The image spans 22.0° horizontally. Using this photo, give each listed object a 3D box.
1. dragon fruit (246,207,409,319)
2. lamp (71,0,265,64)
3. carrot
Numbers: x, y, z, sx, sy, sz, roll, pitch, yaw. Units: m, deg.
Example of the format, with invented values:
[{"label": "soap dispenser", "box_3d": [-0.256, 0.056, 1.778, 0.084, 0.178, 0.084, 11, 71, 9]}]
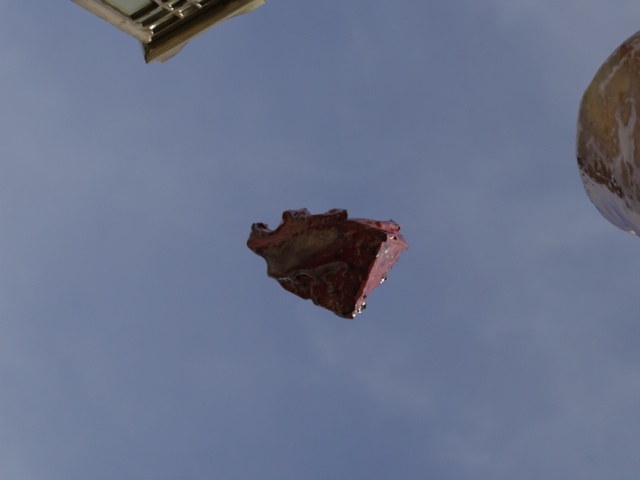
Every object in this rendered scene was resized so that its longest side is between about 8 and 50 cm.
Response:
[{"label": "dragon fruit", "box_3d": [0.000, -0.001, 1.440, 0.131, 0.063, 0.097, 26, -107, 17]}, {"label": "lamp", "box_3d": [-0.147, -0.194, 0.875, 0.089, 0.325, 0.090, -28, -113, 17]}, {"label": "carrot", "box_3d": [0.304, -0.029, 1.142, 0.254, 0.196, 0.196, -113, -143, -59]}]
